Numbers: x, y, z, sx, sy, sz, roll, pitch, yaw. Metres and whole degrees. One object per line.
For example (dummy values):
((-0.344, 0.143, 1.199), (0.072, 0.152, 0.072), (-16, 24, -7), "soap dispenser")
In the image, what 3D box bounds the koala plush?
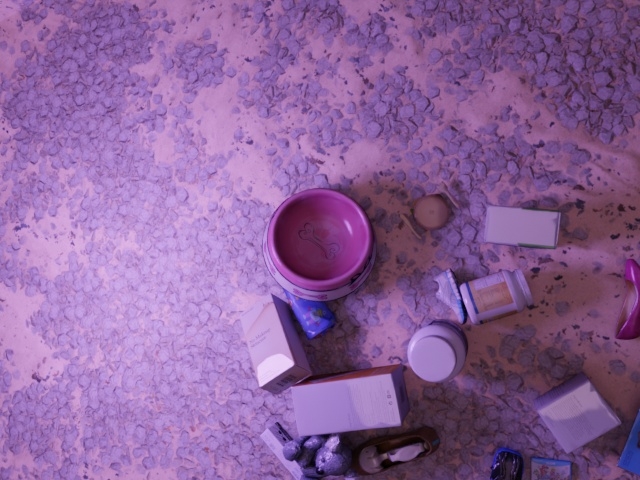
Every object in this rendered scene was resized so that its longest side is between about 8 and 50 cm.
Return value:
((0.026, 0.724, 1.830), (0.221, 0.203, 0.196), (-27, 88, 52), "koala plush")

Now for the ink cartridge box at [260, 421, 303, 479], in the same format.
((-0.119, 0.754, 1.965), (0.207, 0.097, 0.046), (46, 99, 15), "ink cartridge box")

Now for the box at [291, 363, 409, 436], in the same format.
((0.106, 0.535, 1.850), (0.345, 0.215, 0.168), (-12, 83, 15), "box")

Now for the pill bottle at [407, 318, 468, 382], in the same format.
((0.370, 0.348, 1.726), (0.176, 0.318, 0.176), (-1, 87, 18), "pill bottle")

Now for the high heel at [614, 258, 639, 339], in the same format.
((0.944, 0.183, 1.689), (0.117, 0.082, 0.244), (-13, 96, 6), "high heel")

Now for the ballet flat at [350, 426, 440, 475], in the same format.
((0.236, 0.721, 1.846), (0.342, 0.124, 0.116), (-20, 81, 15), "ballet flat")

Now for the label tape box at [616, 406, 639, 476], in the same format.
((1.075, 0.616, 1.609), (0.334, 0.106, 0.240), (21, 92, 18), "label tape box")

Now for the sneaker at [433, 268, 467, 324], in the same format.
((0.437, 0.196, 1.853), (0.083, 0.071, 0.190), (-23, 72, 21), "sneaker")

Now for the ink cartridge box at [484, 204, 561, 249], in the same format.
((0.616, -0.039, 1.698), (0.201, 0.278, 0.117), (6, 92, 17), "ink cartridge box")

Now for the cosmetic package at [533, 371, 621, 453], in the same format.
((0.780, 0.523, 1.680), (0.184, 0.151, 0.151), (-36, 78, 13), "cosmetic package")

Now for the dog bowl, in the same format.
((0.000, 0.000, 1.878), (0.408, 0.150, 0.408), (0, 77, -1), "dog bowl")

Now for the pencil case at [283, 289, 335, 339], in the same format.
((-0.051, 0.200, 1.967), (0.133, 0.119, 0.306), (-24, 79, -12), "pencil case")

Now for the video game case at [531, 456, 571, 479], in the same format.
((0.736, 0.783, 1.749), (0.119, 0.015, 0.166), (0, 87, 17), "video game case")

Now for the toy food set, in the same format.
((0.382, -0.100, 1.901), (0.192, 0.038, 0.132), (-39, 84, 6), "toy food set")

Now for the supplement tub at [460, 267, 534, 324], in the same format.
((0.567, 0.179, 1.768), (0.200, 0.144, 0.144), (-20, 81, 14), "supplement tub")

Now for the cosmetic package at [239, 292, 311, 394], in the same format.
((-0.163, 0.360, 1.926), (0.160, 0.113, 0.309), (-36, 50, 12), "cosmetic package")

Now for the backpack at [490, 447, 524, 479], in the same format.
((0.594, 0.725, 1.750), (0.098, 0.101, 0.120), (10, 86, 15), "backpack")
